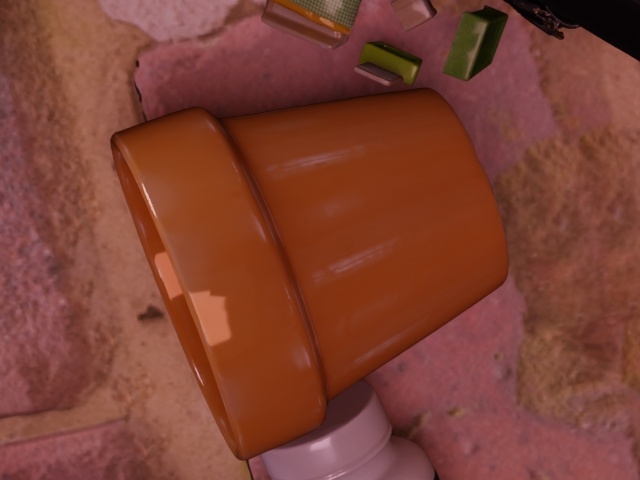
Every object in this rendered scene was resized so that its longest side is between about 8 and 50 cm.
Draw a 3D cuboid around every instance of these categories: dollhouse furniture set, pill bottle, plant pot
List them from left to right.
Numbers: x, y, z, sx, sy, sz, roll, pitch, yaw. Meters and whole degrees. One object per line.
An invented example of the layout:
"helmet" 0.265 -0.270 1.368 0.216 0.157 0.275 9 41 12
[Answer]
"plant pot" 0.000 0.000 1.044 0.188 0.205 0.205 -22 108 -9
"dollhouse furniture set" 0.029 -0.137 1.034 0.152 0.058 0.076 25 109 13
"pill bottle" 0.032 0.190 1.140 0.112 0.112 0.186 -21 107 8

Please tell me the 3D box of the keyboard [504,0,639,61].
"keyboard" 0.083 -0.176 0.981 0.317 0.201 0.033 31 88 -5
